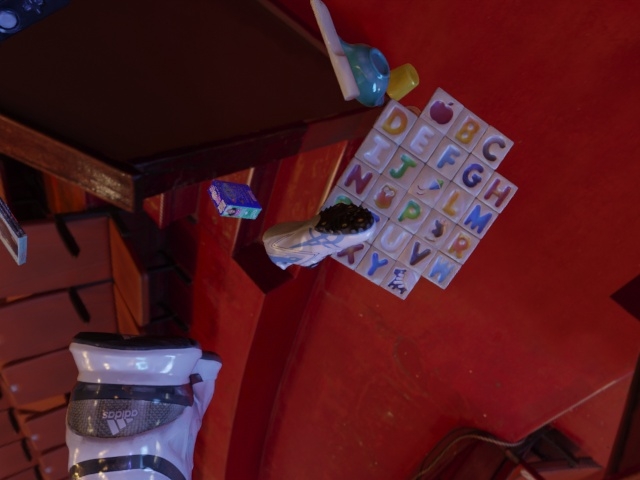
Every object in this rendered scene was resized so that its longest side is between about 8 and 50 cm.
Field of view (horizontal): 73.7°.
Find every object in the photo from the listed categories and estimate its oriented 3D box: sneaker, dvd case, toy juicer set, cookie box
[{"bbox_3d":[0.000,0.000,0.679,0.237,0.085,0.086,-10,117,47],"label":"sneaker"},{"bbox_3d":[-0.442,-0.032,0.587,0.120,0.013,0.087,54,137,4],"label":"dvd case"},{"bbox_3d":[0.090,-0.302,0.854,0.089,0.328,0.210,-20,70,41],"label":"toy juicer set"},{"bbox_3d":[-0.213,-0.101,1.064,0.040,0.107,0.092,-50,57,29],"label":"cookie box"},{"bbox_3d":[-0.229,0.268,0.551,0.447,0.168,0.258,119,154,-70],"label":"sneaker"}]

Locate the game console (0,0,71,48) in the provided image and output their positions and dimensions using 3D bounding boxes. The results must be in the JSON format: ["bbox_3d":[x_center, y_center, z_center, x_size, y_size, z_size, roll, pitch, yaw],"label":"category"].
[{"bbox_3d":[-0.211,-0.146,0.242,0.071,0.107,0.122,54,173,17],"label":"game console"}]

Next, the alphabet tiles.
[{"bbox_3d":[0.176,-0.073,0.757,0.285,0.011,0.343,31,99,-12],"label":"alphabet tiles"}]
